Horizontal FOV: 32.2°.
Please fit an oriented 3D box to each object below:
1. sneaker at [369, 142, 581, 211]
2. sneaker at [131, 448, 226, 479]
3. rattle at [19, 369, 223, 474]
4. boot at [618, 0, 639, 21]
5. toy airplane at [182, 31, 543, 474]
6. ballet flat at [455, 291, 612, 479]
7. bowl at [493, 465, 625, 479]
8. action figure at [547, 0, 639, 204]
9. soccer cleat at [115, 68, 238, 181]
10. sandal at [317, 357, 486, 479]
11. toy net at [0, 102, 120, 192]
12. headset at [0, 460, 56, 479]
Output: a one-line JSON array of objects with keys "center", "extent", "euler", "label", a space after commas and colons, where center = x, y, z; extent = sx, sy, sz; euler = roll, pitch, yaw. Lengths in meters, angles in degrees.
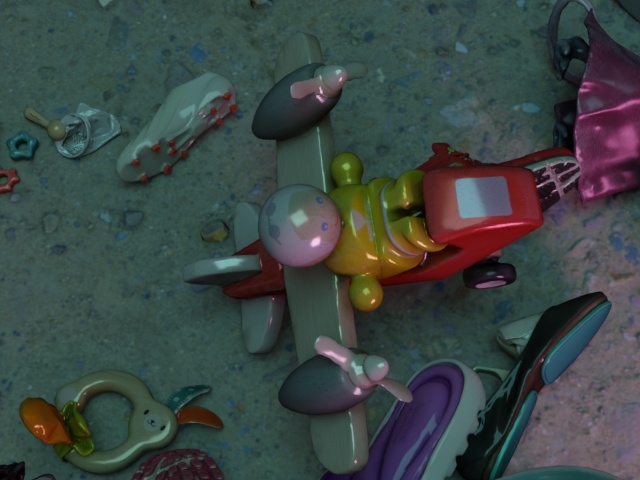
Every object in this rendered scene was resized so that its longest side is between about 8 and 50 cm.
[{"center": [0.177, -0.076, 1.369], "extent": [0.279, 0.107, 0.118], "euler": [-16, 60, 15], "label": "sneaker"}, {"center": [-0.140, 0.370, 1.228], "extent": [0.120, 0.112, 0.299], "euler": [-13, 56, -10], "label": "sneaker"}, {"center": [-0.224, 0.192, 1.282], "extent": [0.199, 0.143, 0.130], "euler": [-2, 50, 7], "label": "rattle"}, {"center": [0.513, -0.337, 1.510], "extent": [0.258, 0.095, 0.123], "euler": [42, 68, 7], "label": "boot"}, {"center": [0.000, 0.000, 1.227], "extent": [0.386, 0.272, 0.384], "euler": [38, 100, 28], "label": "toy airplane"}, {"center": [0.234, 0.155, 1.311], "extent": [0.096, 0.095, 0.280], "euler": [31, 71, 25], "label": "ballet flat"}, {"center": [0.232, 0.401, 1.131], "extent": [0.311, 0.311, 0.163], "euler": [-38, 116, -13], "label": "bowl"}, {"center": [0.478, -0.154, 1.406], "extent": [0.370, 0.248, 0.276], "euler": [-1, 41, 2], "label": "action figure"}, {"center": [-0.196, -0.150, 1.458], "extent": [0.196, 0.068, 0.076], "euler": [-41, 58, -15], "label": "soccer cleat"}, {"center": [0.039, 0.293, 1.216], "extent": [0.102, 0.169, 0.416], "euler": [43, 60, -24], "label": "sandal"}, {"center": [-0.381, -0.130, 1.458], "extent": [0.232, 0.045, 0.122], "euler": [-7, 68, -2], "label": "toy net"}, {"center": [-0.301, 0.430, 1.159], "extent": [0.243, 0.185, 0.394], "euler": [-10, 80, -3], "label": "headset"}]
